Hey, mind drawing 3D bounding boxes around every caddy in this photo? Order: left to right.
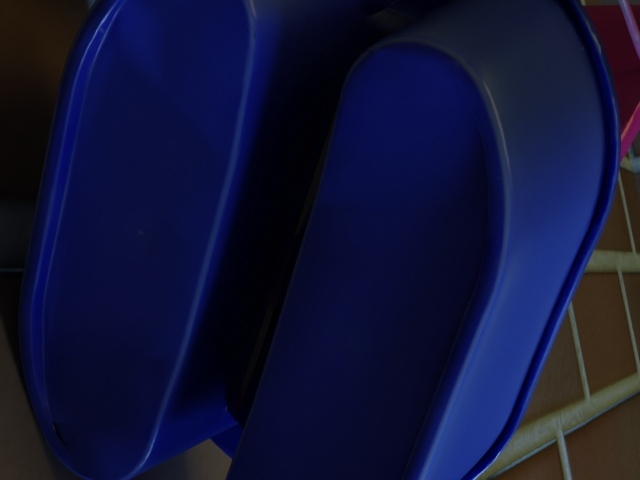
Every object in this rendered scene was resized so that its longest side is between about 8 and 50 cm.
[{"bbox_3d":[0.000,0.000,0.551,0.179,0.241,0.341,-27,140,-58],"label":"caddy"}]

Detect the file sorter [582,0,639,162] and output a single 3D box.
[{"bbox_3d":[0.138,-0.148,0.902,0.290,0.202,0.182,-56,132,-23],"label":"file sorter"}]
